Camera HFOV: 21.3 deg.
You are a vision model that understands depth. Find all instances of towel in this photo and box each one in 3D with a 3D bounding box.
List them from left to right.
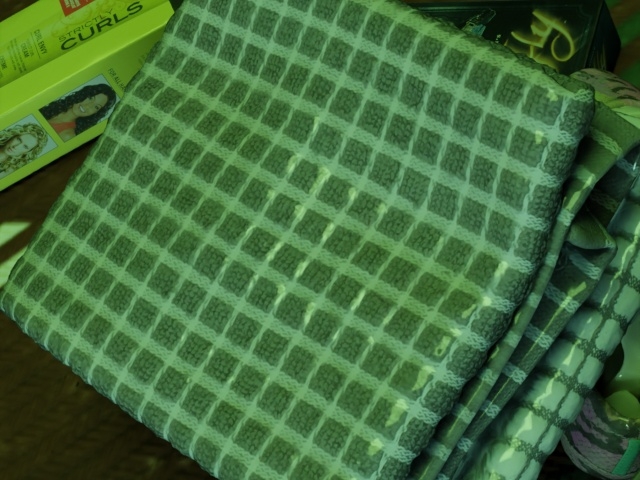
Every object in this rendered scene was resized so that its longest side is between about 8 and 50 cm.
[{"bbox_3d":[0.000,0.000,0.779,0.283,0.121,0.235,30,85,42],"label":"towel"}]

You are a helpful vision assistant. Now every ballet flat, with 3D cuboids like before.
[{"bbox_3d":[0.147,0.002,0.801,0.077,0.079,0.221,10,62,-8],"label":"ballet flat"}]

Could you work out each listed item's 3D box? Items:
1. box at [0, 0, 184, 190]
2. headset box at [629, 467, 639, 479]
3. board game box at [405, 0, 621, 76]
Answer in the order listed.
[{"bbox_3d":[-0.136,-0.120,1.059,0.232,0.058,0.087,-28,49,5],"label":"box"},{"bbox_3d":[0.264,0.115,0.655,0.218,0.110,0.293,-47,50,-11],"label":"headset box"},{"bbox_3d":[0.052,-0.023,0.906,0.165,0.042,0.243,2,57,27],"label":"board game box"}]
